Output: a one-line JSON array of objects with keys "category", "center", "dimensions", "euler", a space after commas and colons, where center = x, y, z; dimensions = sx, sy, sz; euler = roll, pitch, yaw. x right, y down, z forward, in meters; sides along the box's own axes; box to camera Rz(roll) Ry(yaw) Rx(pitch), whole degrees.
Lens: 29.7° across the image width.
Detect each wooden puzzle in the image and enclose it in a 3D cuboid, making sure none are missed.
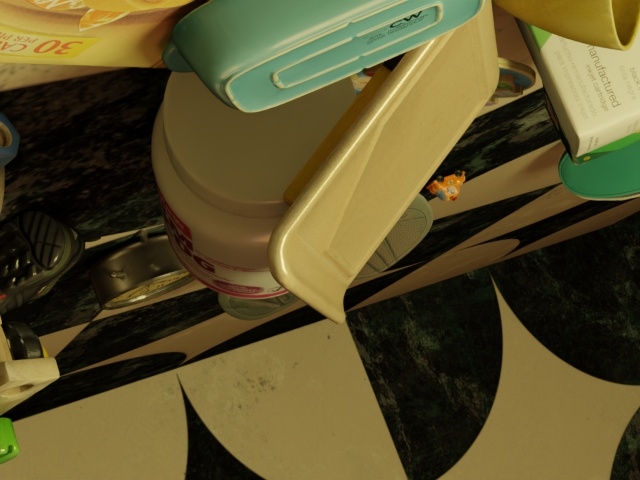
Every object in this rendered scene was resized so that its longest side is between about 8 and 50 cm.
[{"category": "wooden puzzle", "center": [0.045, -0.064, 0.808], "dimensions": [0.239, 0.044, 0.221], "euler": [-58, 166, -3]}]

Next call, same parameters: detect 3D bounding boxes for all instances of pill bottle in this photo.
[{"category": "pill bottle", "center": [-0.051, -0.056, 0.952], "dimensions": [0.160, 0.160, 0.283], "euler": [-20, 168, -9]}]

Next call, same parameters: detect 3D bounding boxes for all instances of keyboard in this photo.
[{"category": "keyboard", "center": [-0.405, 0.083, 1.424], "dimensions": [0.100, 0.038, 0.192], "euler": [-51, 157, 23]}]

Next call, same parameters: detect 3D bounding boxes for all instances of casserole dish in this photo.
[{"category": "casserole dish", "center": [0.013, -0.113, 0.609], "dimensions": [0.188, 0.037, 0.114], "euler": [-23, 172, 3]}]

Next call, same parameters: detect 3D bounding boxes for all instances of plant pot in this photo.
[{"category": "plant pot", "center": [0.159, -0.195, 0.803], "dimensions": [0.095, 0.134, 0.134], "euler": [5, -178, 24]}]

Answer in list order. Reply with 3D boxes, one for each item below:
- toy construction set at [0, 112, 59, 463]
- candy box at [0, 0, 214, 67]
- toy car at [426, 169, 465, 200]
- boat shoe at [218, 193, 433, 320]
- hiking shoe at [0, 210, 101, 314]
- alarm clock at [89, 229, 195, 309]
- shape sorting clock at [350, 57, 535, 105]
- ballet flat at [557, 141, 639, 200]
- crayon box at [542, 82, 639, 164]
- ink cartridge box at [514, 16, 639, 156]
[{"category": "toy construction set", "center": [-0.313, 0.053, 0.755], "dimensions": [0.308, 0.237, 0.257], "euler": [-22, 171, 7]}, {"category": "candy box", "center": [-0.043, -0.161, 0.590], "dimensions": [0.183, 0.088, 0.316], "euler": [-28, 169, 35]}, {"category": "toy car", "center": [0.169, -0.064, 1.804], "dimensions": [0.060, 0.041, 0.122], "euler": [-14, 168, -38]}, {"category": "boat shoe", "center": [0.000, 0.002, 1.658], "dimensions": [0.320, 0.103, 0.118], "euler": [-27, 131, 16]}, {"category": "hiking shoe", "center": [-0.324, 0.049, 1.189], "dimensions": [0.227, 0.086, 0.114], "euler": [-25, 167, 16]}, {"category": "alarm clock", "center": [-0.215, 0.040, 1.457], "dimensions": [0.129, 0.064, 0.192], "euler": [-18, 168, -20]}, {"category": "shape sorting clock", "center": [0.080, -0.134, 1.032], "dimensions": [0.206, 0.040, 0.206], "euler": [-1, 180, 0]}, {"category": "ballet flat", "center": [0.532, -0.174, 1.784], "dimensions": [0.139, 0.139, 0.400], "euler": [-13, 167, -43]}, {"category": "crayon box", "center": [0.358, -0.204, 1.104], "dimensions": [0.318, 0.081, 0.202], "euler": [-23, 150, 6]}, {"category": "ink cartridge box", "center": [0.274, -0.186, 0.954], "dimensions": [0.219, 0.160, 0.092], "euler": [-23, 171, 7]}]
